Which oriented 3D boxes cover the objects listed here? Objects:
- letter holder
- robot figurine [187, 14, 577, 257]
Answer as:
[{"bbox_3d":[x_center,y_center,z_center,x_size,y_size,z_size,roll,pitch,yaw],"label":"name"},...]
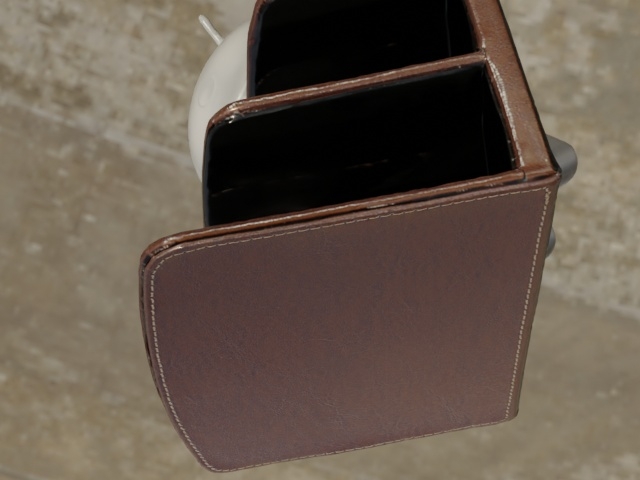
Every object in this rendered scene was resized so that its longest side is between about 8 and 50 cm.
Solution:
[{"bbox_3d":[0.000,0.000,0.900,0.214,0.152,0.302,-12,152,-4],"label":"letter holder"},{"bbox_3d":[0.034,-0.079,1.350,0.353,0.300,0.200,24,-158,23],"label":"robot figurine"}]
